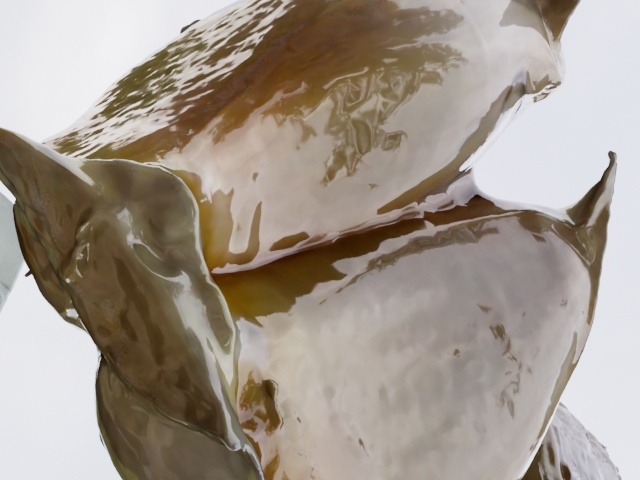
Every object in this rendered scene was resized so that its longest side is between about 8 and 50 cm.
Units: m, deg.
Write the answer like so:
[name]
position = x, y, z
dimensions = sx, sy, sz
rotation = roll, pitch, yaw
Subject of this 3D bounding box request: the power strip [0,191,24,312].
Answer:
[power strip]
position = -0.278, 0.093, 0.994
dimensions = 0.043, 0.106, 0.367
rotation = -5, -129, 34

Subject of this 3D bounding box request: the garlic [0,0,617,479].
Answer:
[garlic]
position = 0.000, 0.000, 0.750
dimensions = 0.286, 0.313, 0.249
rotation = 42, -47, 17

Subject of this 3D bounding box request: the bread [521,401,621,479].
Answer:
[bread]
position = 0.221, 0.321, 1.612
dimensions = 0.167, 0.277, 0.325
rotation = -23, -126, 19
